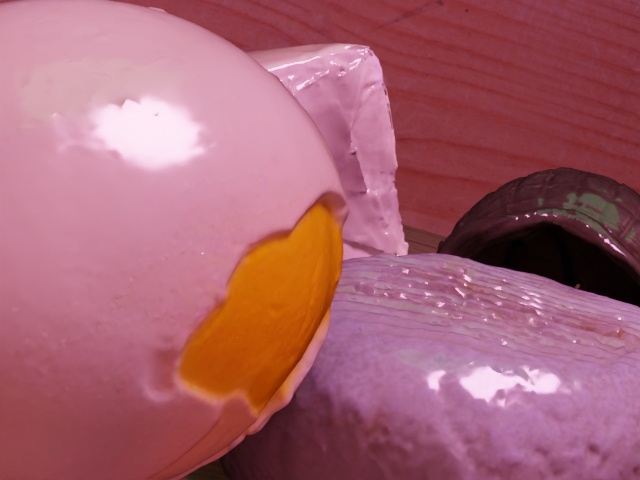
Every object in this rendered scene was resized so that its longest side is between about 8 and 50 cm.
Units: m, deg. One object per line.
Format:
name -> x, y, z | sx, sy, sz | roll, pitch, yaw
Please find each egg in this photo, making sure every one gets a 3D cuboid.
egg -> -0.158, 0.008, 0.865 | 0.345, 0.283, 0.283 | -10, 24, -41

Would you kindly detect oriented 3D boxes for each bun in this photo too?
bun -> 0.097, 0.130, 1.077 | 0.361, 0.211, 0.362 | 12, 8, -2

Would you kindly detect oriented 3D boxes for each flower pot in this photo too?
flower pot -> 0.241, 0.079, 1.679 | 0.301, 0.302, 0.213 | 20, 19, 12

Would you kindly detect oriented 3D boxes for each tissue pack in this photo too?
tissue pack -> -0.148, -0.041, 1.314 | 0.297, 0.207, 0.380 | -18, 12, -28
